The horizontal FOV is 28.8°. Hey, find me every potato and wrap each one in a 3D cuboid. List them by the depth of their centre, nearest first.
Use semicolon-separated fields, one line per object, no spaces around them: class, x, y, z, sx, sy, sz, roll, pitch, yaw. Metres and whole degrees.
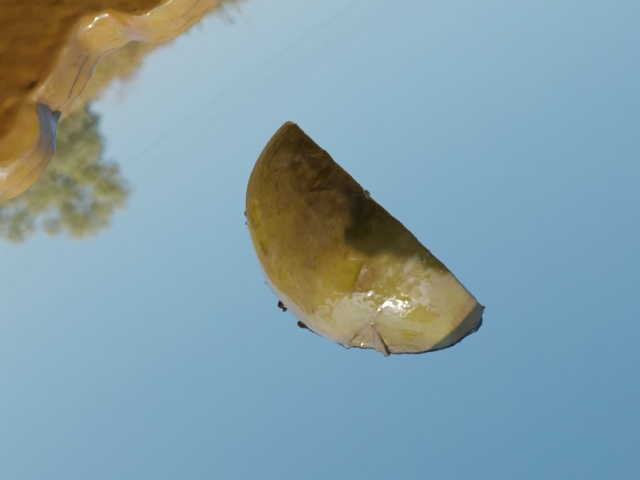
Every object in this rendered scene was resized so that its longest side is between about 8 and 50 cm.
potato;-0.002;-0.002;0.979;0.120;0.100;0.261;-43;-121;-3

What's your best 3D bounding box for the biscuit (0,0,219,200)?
biscuit;-0.201;-0.146;0.629;0.376;0.051;0.269;6;-107;22
